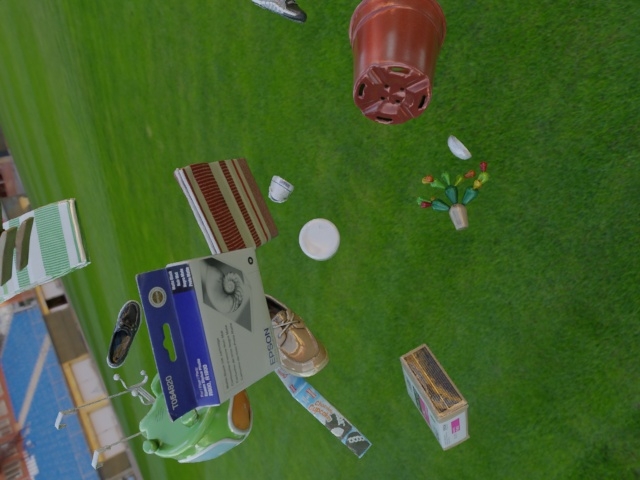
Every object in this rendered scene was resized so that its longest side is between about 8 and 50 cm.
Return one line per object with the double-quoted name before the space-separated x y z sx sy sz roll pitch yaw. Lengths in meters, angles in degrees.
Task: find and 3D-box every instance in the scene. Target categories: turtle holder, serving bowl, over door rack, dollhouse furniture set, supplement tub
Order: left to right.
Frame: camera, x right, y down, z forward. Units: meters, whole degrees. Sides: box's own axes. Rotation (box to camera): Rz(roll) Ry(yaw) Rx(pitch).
"dollhouse furniture set" -0.638 0.004 0.792 0.259 0.261 0.135 -131 52 -70
"over door rack" -0.644 0.552 1.523 0.239 0.324 0.108 23 116 31
"turtle holder" -0.321 0.468 1.199 0.227 0.320 0.243 39 -178 -36
"supplement tub" 0.000 0.000 1.705 0.200 0.144 0.145 61 -174 -86
"serving bowl" 0.385 -0.256 1.311 0.027 0.083 0.083 -45 67 28

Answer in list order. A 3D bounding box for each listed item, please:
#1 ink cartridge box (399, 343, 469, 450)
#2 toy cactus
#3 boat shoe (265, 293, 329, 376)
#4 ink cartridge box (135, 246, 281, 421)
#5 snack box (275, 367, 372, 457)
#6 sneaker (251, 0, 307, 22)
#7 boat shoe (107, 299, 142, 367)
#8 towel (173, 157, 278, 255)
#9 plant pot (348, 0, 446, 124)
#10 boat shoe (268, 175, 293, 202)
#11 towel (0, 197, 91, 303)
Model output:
"ink cartridge box" 0.305 0.420 1.246 0.193 0.088 0.235 59 172 44
"toy cactus" 0.381 -0.121 1.323 0.218 0.112 0.181 -18 71 20
"boat shoe" -0.099 0.247 1.260 0.341 0.121 0.110 26 143 54
"ink cartridge box" -0.163 0.133 0.739 0.045 0.224 0.224 -12 93 32
"snack box" 0.005 0.501 1.409 0.322 0.060 0.187 49 169 -22
"sneaker" -0.120 -0.800 1.504 0.228 0.086 0.132 33 110 23
"boat shoe" -0.656 0.308 1.557 0.076 0.080 0.229 142 146 -65
"towel" -0.217 -0.081 1.146 0.037 0.329 0.237 -23 95 20
"plant pot" 0.198 -0.474 1.249 0.272 0.272 0.265 128 155 -55
"boat shoe" -0.155 -0.183 1.715 0.095 0.084 0.258 32 -179 -4
"towel" -0.845 0.030 1.365 0.038 0.324 0.248 65 -179 -69
